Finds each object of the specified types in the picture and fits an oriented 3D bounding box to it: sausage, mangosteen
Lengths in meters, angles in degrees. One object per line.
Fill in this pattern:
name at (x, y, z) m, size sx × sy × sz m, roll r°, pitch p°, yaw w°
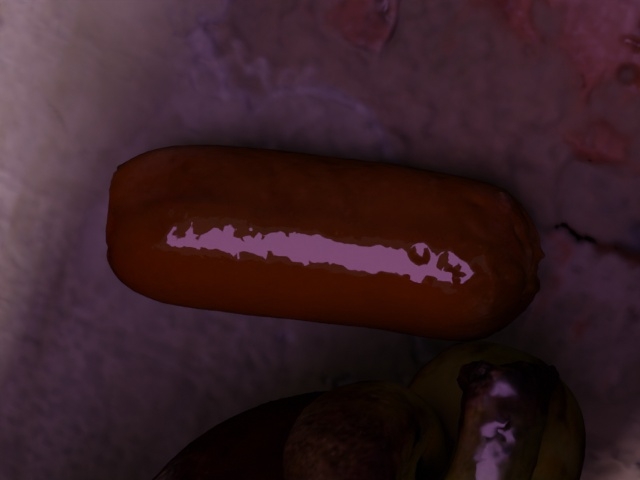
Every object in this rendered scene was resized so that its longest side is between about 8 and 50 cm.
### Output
sausage at (0.000, 0.000, 0.484) m, size 0.197 × 0.076 × 0.076 m, roll 7°, pitch 110°, yaw 11°
mangosteen at (0.026, 0.143, 0.451) m, size 0.215 × 0.215 × 0.258 m, roll 32°, pitch 114°, yaw 2°
